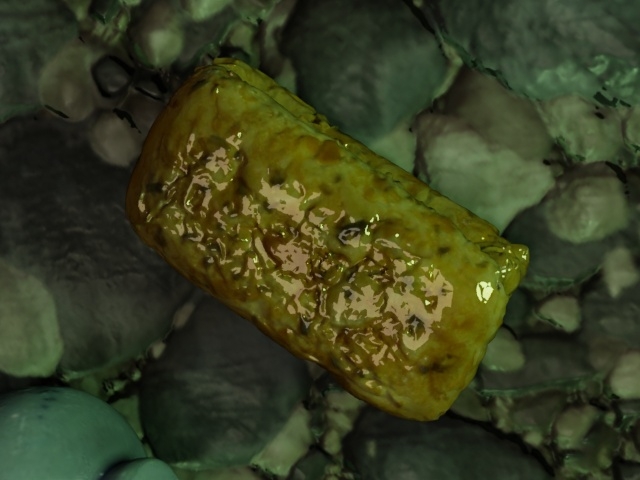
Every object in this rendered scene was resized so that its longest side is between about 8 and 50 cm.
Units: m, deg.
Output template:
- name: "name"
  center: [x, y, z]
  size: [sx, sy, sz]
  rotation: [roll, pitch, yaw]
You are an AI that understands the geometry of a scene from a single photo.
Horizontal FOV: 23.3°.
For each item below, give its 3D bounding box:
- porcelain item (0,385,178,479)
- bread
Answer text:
- name: "porcelain item"
  center: [-0.199, 0.153, 0.912]
  size: [0.259, 0.141, 0.141]
  rotation: [1, 105, 32]
- name: "bread"
  center: [0.000, 0.000, 0.811]
  size: [0.211, 0.083, 0.114]
  rotation: [32, 110, 10]
